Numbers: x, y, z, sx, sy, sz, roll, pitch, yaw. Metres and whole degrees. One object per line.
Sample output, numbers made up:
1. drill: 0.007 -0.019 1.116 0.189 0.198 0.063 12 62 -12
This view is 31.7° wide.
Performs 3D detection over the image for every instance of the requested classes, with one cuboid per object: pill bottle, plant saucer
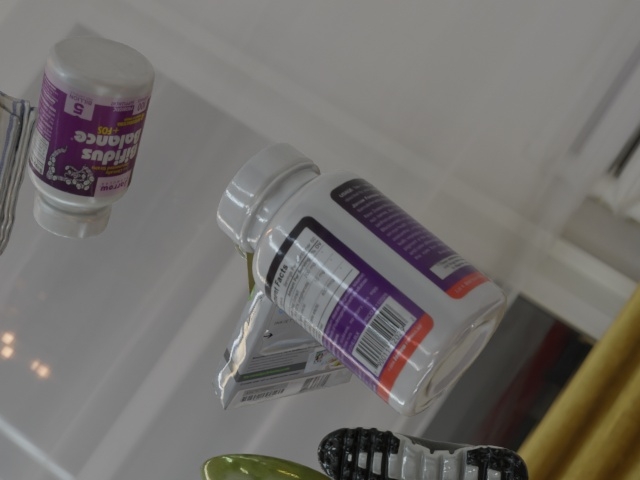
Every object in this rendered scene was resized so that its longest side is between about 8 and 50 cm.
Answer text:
1. pill bottle: 0.022 0.020 0.773 0.193 0.108 0.108 41 175 20
2. pill bottle: -0.375 -0.159 1.805 0.169 0.301 0.169 14 -149 -8
3. plant saucer: -0.077 0.402 1.767 0.241 0.037 0.241 9 146 6

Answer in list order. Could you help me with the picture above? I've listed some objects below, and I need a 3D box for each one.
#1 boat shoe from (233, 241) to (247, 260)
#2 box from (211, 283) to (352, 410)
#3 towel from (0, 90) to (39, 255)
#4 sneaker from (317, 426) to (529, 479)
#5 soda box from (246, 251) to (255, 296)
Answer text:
1. boat shoe: 0.000 0.000 1.619 0.254 0.079 0.095 2 129 24
2. box: -0.008 0.077 1.040 0.038 0.145 0.186 60 143 31
3. towel: -0.453 -0.106 1.513 0.034 0.209 0.285 10 -171 -34
4. sneaker: 0.114 0.256 1.248 0.234 0.078 0.106 5 165 14
5. soda box: -0.052 0.020 1.276 0.058 0.181 0.061 -3 -172 4
